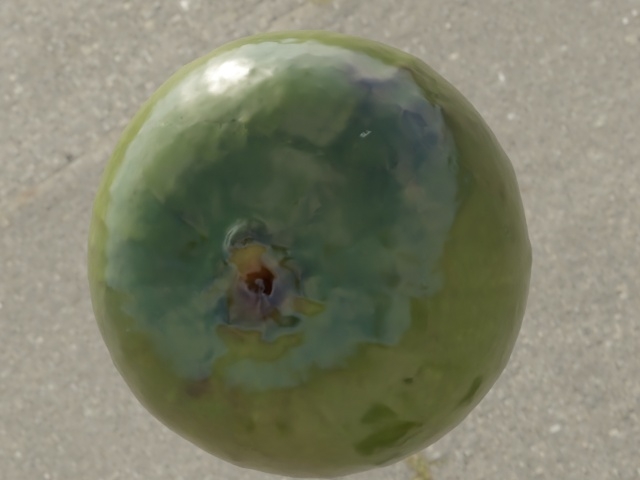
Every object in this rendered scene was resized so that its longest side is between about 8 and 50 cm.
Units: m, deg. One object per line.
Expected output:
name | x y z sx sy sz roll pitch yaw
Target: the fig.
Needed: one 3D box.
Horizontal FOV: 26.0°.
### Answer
fig | 0.000 0.000 0.947 0.316 0.316 0.316 -18 39 15
